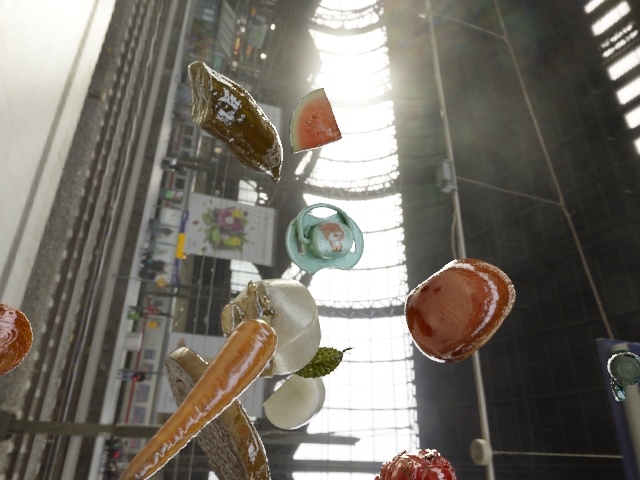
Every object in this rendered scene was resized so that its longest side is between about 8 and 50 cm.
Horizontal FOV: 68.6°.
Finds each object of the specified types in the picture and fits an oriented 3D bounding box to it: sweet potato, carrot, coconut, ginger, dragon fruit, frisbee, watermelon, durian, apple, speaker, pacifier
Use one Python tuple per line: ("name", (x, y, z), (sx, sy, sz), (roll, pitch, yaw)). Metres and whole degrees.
("sweet potato", (-0.202, -0.291, 1.209), (0.158, 0.370, 0.157), (-23, -131, 28))
("carrot", (-0.128, 0.179, 0.538), (0.256, 0.061, 0.061), (-49, 175, -40))
("coconut", (-0.119, 0.211, 1.231), (0.265, 0.238, 0.237), (76, 6, -49))
("ginger", (-0.143, 0.207, 1.066), (0.059, 0.133, 0.214), (-25, -84, 54))
("dragon fruit", (0.260, 0.687, 1.272), (0.241, 0.253, 0.240), (-178, -90, -83))
("frisbee", (-0.824, 0.251, 1.163), (0.035, 0.192, 0.191), (5, -95, 54))
("watermelon", (-0.004, -0.194, 0.860), (0.135, 0.094, 0.125), (-54, 158, -29))
("durian", (-0.003, 0.344, 1.371), (0.100, 0.216, 0.086), (-90, 171, -86))
("apple", (0.286, 0.138, 0.989), (0.235, 0.173, 0.210), (-40, 165, -25))
("speaker", (0.575, 0.256, 0.897), (0.060, 0.075, 0.094), (31, -81, 28))
("pacifier", (0.000, 0.000, 1.917), (0.269, 0.344, 0.288), (-20, -108, 62))

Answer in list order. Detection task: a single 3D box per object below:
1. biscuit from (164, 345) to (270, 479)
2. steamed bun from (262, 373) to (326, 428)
("biscuit", (-0.215, 0.385, 0.981), (0.368, 0.063, 0.313), (23, -51, 46))
("steamed bun", (-0.086, 0.628, 1.822), (0.242, 0.164, 0.146), (-44, 158, 2))
